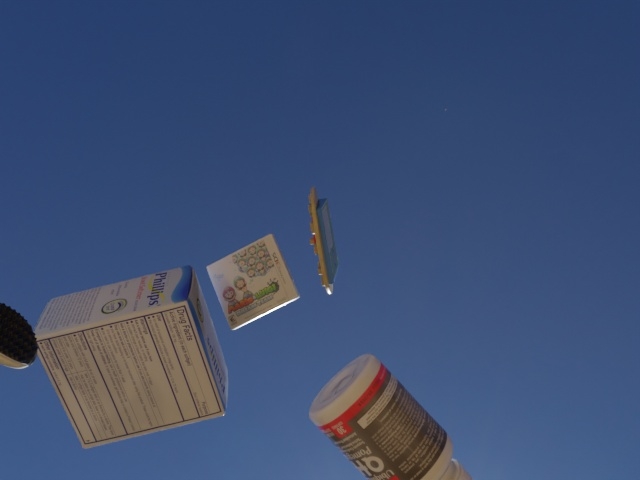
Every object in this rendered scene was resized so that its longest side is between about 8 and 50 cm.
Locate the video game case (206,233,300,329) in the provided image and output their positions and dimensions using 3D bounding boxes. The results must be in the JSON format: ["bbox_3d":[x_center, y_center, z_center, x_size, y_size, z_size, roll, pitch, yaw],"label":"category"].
[{"bbox_3d":[-0.138,0.083,1.353,0.157,0.019,0.143,-27,-105,10],"label":"video game case"}]

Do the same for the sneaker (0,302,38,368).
[{"bbox_3d":[-0.398,0.098,0.751,0.161,0.057,0.075,37,-54,-21],"label":"sneaker"}]

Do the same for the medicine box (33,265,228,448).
[{"bbox_3d":[-0.349,0.221,1.280,0.289,0.149,0.264,-14,-64,-2],"label":"medicine box"}]

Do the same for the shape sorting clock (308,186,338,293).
[{"bbox_3d":[0.000,0.000,1.280,0.040,0.206,0.206,-9,-81,8],"label":"shape sorting clock"}]

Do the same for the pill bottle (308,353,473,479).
[{"bbox_3d":[0.142,0.389,1.297,0.176,0.176,0.318,-42,-87,15],"label":"pill bottle"}]
